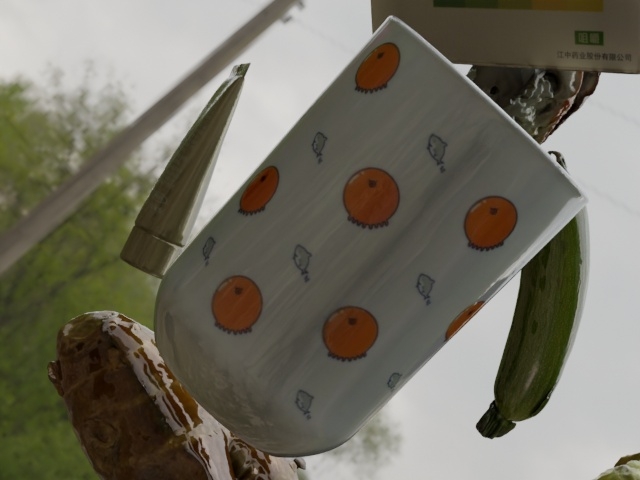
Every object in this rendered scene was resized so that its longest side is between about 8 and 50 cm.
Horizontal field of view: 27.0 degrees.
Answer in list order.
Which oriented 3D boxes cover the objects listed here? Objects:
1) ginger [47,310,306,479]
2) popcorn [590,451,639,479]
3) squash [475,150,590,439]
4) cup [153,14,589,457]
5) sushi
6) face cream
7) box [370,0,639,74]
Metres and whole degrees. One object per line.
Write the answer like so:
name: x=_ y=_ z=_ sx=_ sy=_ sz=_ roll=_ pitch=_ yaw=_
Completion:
ginger: x=-0.169 y=0.260 z=1.668 sx=0.418 sy=0.176 sz=0.254 roll=50 pitch=23 yaw=15
popcorn: x=0.388 y=0.342 z=1.532 sx=0.225 sy=0.174 sz=0.286 roll=33 pitch=17 yaw=-14
squash: x=0.231 y=0.064 z=1.374 sx=0.080 sy=0.071 sz=0.319 roll=15 pitch=-74 yaw=15
cup: x=0.025 y=0.008 z=1.060 sx=0.212 sy=0.317 sz=0.212 roll=43 pitch=6 yaw=-6
sushi: x=0.196 y=-0.142 z=1.645 sx=0.130 sy=0.332 sz=0.124 roll=11 pitch=44 yaw=-41
face cream: x=-0.190 y=-0.110 z=1.986 sx=0.084 sy=0.341 sz=0.137 roll=26 pitch=-1 yaw=-14
box: x=0.212 y=-0.281 z=1.410 sx=0.332 sy=0.145 sz=0.173 roll=9 pitch=-68 yaw=32
